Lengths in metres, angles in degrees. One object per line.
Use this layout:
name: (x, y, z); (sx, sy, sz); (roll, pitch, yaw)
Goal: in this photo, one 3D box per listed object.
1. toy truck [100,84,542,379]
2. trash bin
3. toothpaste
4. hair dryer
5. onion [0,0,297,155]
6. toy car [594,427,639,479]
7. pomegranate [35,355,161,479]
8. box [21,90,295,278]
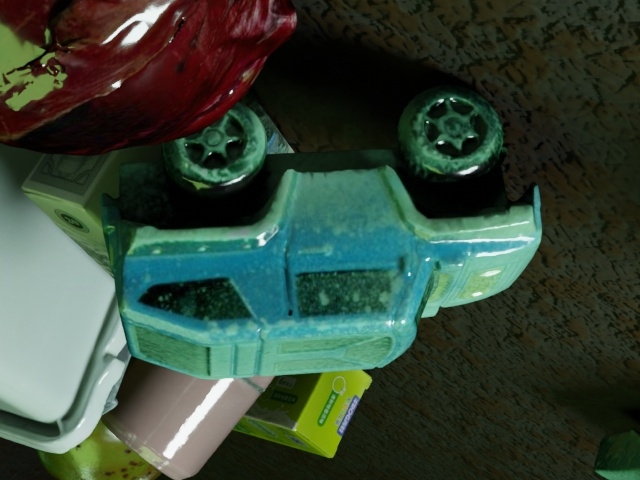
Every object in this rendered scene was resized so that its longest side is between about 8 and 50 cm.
toy truck: (0.000, 0.000, 0.855); (0.278, 0.156, 0.155); (-3, 161, -6)
trash bin: (-0.292, -0.032, 0.988); (0.255, 0.296, 0.367); (13, 165, 27)
toothpaste: (-0.089, 0.170, 1.578); (0.327, 0.110, 0.077); (6, 153, 47)
hair dryer: (-0.199, 0.082, 1.411); (0.352, 0.210, 0.125); (33, 172, 34)
onion: (-0.119, -0.147, 0.689); (0.281, 0.281, 0.221); (81, 168, -66)
toy car: (0.365, 0.207, 1.078); (0.141, 0.097, 0.320); (32, 161, -13)
pomegranate: (-0.270, 0.199, 1.511); (0.246, 0.198, 0.198); (0, 162, -8)
box: (-0.095, -0.029, 1.007); (0.069, 0.164, 0.256); (16, 157, 34)
